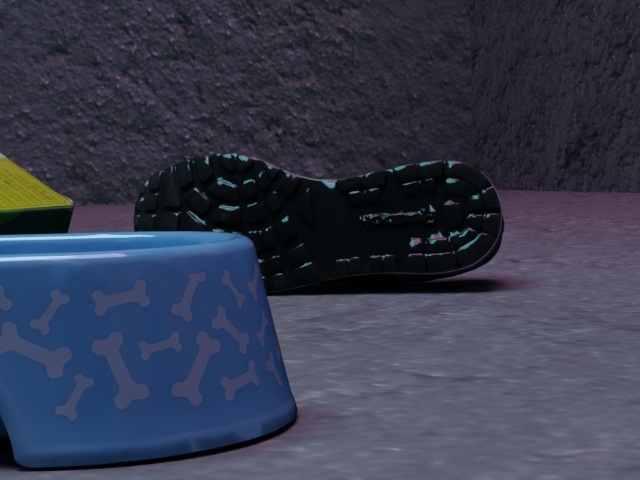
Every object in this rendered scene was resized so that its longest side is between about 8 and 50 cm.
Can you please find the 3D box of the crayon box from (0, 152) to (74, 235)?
[{"bbox_3d":[-0.369,-0.026,1.035,0.202,0.081,0.318,32,23,34],"label":"crayon box"}]

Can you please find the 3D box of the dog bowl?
[{"bbox_3d":[-0.159,0.038,0.556,0.297,0.074,0.166,-2,4,0],"label":"dog bowl"}]

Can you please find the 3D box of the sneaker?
[{"bbox_3d":[0.000,0.000,1.099,0.283,0.107,0.124,3,-10,10],"label":"sneaker"}]
